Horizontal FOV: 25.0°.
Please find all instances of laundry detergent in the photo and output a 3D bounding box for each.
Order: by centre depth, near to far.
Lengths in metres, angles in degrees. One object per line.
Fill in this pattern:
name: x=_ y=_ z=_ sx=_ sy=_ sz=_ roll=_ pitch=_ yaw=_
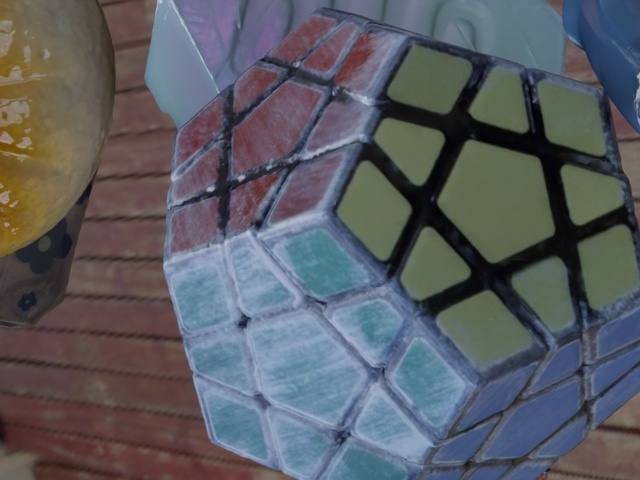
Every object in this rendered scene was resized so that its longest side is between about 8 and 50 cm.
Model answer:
laundry detergent: x=0.171 y=-0.096 z=0.698 sx=0.206 sy=0.097 sz=0.061 roll=-103 pitch=8 yaw=-66

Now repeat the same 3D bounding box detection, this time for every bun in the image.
bun: x=-0.298 y=-0.119 z=1.037 sx=0.299 sy=0.165 sz=0.298 roll=4 pitch=110 yaw=11

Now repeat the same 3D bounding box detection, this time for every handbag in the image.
handbag: x=-0.344 y=-0.061 z=1.422 sx=0.193 sy=0.190 sz=0.251 roll=24 pitch=100 yaw=44

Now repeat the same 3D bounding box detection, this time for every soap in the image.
soap: x=0.025 y=-0.140 z=1.235 sx=0.115 sy=0.347 sz=0.208 roll=112 pitch=170 yaw=-61

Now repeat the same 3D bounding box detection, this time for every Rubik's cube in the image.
Rubik's cube: x=0.054 y=0.012 z=0.877 sx=0.264 sy=0.319 sz=0.319 roll=53 pitch=138 yaw=30

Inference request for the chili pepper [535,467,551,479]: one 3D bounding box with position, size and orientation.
chili pepper: x=0.191 y=0.298 z=1.657 sx=0.144 sy=0.136 sz=0.252 roll=-122 pitch=35 yaw=-48
